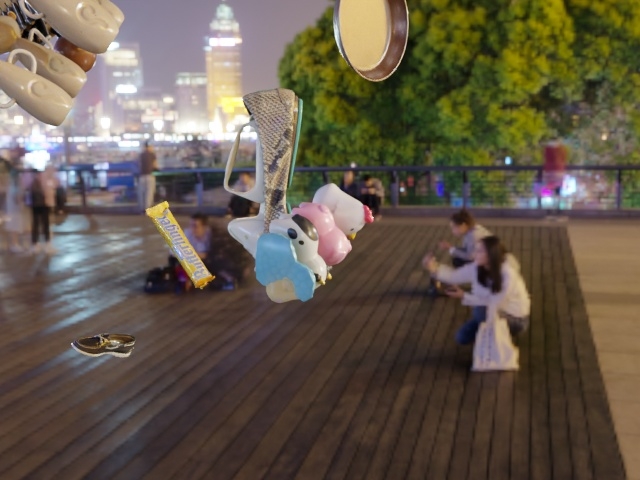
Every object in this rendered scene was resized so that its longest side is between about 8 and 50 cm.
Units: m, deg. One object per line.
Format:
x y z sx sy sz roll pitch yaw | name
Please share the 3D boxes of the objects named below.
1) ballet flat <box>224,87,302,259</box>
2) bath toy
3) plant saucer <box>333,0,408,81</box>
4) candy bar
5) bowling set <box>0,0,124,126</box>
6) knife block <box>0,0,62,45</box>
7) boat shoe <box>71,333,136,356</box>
-0.129 -0.104 1.819 0.181 0.483 0.164 -2 6 -8 | ballet flat
0.000 0.000 1.526 0.129 0.152 0.348 12 27 19 | bath toy
0.070 -0.317 1.154 0.029 0.169 0.168 7 11 39 | plant saucer
-0.230 0.008 1.311 0.040 0.161 0.018 -30 -8 -31 | candy bar
-0.328 -0.257 0.933 0.154 0.287 0.200 33 -24 -21 | bowling set
-0.592 -0.455 1.638 0.088 0.242 0.276 -34 21 7 | knife block
-0.399 0.190 1.470 0.125 0.038 0.046 16 24 -45 | boat shoe
